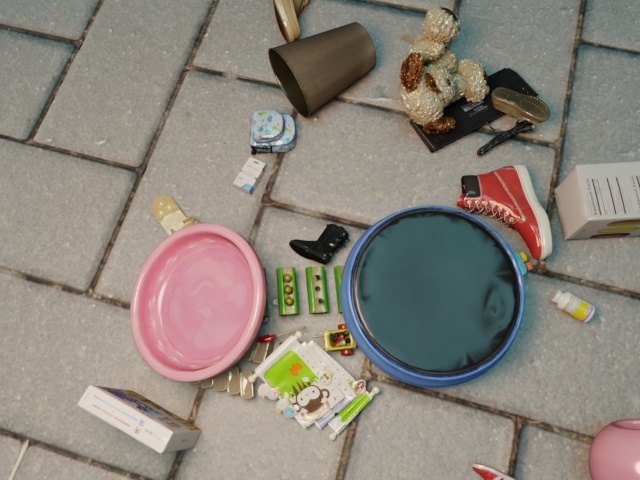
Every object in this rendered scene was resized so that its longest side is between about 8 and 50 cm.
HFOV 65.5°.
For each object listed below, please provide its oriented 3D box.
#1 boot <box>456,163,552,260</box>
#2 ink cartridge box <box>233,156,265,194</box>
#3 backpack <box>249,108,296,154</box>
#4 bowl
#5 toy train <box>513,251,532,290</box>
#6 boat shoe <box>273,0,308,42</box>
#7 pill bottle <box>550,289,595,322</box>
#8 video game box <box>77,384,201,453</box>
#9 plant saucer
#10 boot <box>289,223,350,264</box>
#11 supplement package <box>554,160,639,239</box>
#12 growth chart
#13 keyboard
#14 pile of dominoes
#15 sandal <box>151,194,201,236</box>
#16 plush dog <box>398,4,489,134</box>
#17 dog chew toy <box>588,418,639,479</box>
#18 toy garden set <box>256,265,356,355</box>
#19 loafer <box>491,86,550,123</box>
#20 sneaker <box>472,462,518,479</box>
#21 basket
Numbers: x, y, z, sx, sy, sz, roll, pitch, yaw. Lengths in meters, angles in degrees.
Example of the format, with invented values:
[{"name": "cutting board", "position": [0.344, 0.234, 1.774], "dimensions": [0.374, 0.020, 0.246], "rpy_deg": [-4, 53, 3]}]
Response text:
[{"name": "boot", "position": [0.414, -0.054, 1.147], "dimensions": [0.176, 0.088, 0.244], "rpy_deg": [-11, 63, -1]}, {"name": "ink cartridge box", "position": [-0.175, -0.161, 1.240], "dimensions": [0.048, 0.028, 0.083], "rpy_deg": [26, 75, 11]}, {"name": "backpack", "position": [-0.119, -0.273, 1.246], "dimensions": [0.114, 0.084, 0.105], "rpy_deg": [1, 74, 0]}, {"name": "bowl", "position": [0.236, 0.108, 1.051], "dimensions": [0.391, 0.077, 0.391], "rpy_deg": [0, 74, 0]}, {"name": "toy train", "position": [0.389, 0.059, 1.132], "dimensions": [0.166, 0.046, 0.125], "rpy_deg": [25, 80, 11]}, {"name": "boat shoe", "position": [-0.083, -0.697, 1.366], "dimensions": [0.110, 0.121, 0.341], "rpy_deg": [-11, 70, 0]}, {"name": "pill bottle", "position": [0.554, 0.142, 1.094], "dimensions": [0.083, 0.043, 0.043], "rpy_deg": [31, 76, 13]}, {"name": "video game box", "position": [-0.348, 0.353, 0.985], "dimensions": [0.187, 0.205, 0.048], "rpy_deg": [27, 74, 11]}, {"name": "plant saucer", "position": [-0.254, 0.131, 1.067], "dimensions": [0.332, 0.084, 0.332], "rpy_deg": [-7, 73, 22]}, {"name": "boot", "position": [0.000, 0.000, 1.168], "dimensions": [0.121, 0.045, 0.099], "rpy_deg": [21, 59, 30]}, {"name": "supplement package", "position": [0.681, -0.088, 1.115], "dimensions": [0.244, 0.139, 0.134], "rpy_deg": [-3, 71, 3]}, {"name": "growth chart", "position": [-0.018, 0.308, 1.045], "dimensions": [0.237, 0.021, 0.172], "rpy_deg": [38, 88, -2]}, {"name": "keyboard", "position": [0.407, -0.306, 1.259], "dimensions": [0.317, 0.033, 0.201], "rpy_deg": [-28, 66, -6]}, {"name": "pile of dominoes", "position": [-0.234, 0.235, 1.119], "dimensions": [0.251, 0.040, 0.196], "rpy_deg": [9, 72, 14]}, {"name": "sandal", "position": [-0.326, -0.026, 1.176], "dimensions": [0.088, 0.079, 0.240], "rpy_deg": [-43, 75, -11]}, {"name": "plush dog", "position": [0.257, -0.382, 1.195], "dimensions": [0.210, 0.262, 0.225], "rpy_deg": [-9, 45, 41]}, {"name": "dog chew toy", "position": [0.615, 0.503, 0.895], "dimensions": [0.206, 0.206, 0.332], "rpy_deg": [-6, 79, 1]}, {"name": "toy garden set", "position": [-0.034, 0.153, 1.090], "dimensions": [0.244, 0.049, 0.204], "rpy_deg": [-2, 71, -11]}, {"name": "loafer", "position": [0.487, -0.326, 1.214], "dimensions": [0.148, 0.050, 0.056], "rpy_deg": [36, 77, 21]}, {"name": "sneaker", "position": [0.351, 0.494, 0.987], "dimensions": [0.118, 0.042, 0.067], "rpy_deg": [24, 71, 8]}, {"name": "basket", "position": [0.014, -0.449, 1.267], "dimensions": [0.227, 0.154, 0.204], "rpy_deg": [-31, 74, -11]}]
